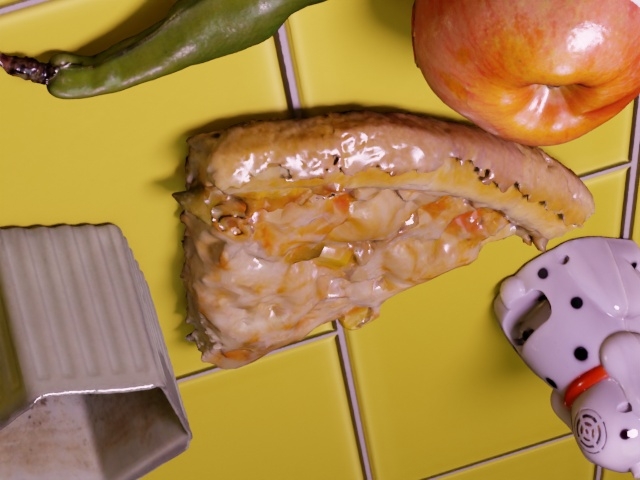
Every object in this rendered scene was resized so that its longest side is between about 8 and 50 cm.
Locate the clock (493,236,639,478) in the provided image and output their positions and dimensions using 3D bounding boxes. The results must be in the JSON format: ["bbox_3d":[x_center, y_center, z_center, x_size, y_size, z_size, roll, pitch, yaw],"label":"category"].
[{"bbox_3d":[0.317,0.144,1.842,0.189,0.254,0.189,-18,151,-11],"label":"clock"}]

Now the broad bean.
[{"bbox_3d":[-0.097,-0.173,1.291,0.318,0.056,0.098,-17,149,1],"label":"broad bean"}]

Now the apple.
[{"bbox_3d":[0.173,-0.171,1.324,0.209,0.164,0.209,-6,156,-3],"label":"apple"}]

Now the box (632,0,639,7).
[{"bbox_3d":[0.181,-0.285,1.126,0.111,0.194,0.260,-36,145,26],"label":"box"}]

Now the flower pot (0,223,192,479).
[{"bbox_3d":[-0.249,0.117,1.543,0.209,0.189,0.239,-19,151,0],"label":"flower pot"}]

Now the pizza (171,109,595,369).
[{"bbox_3d":[0.018,-0.019,1.581,0.435,0.080,0.392,-27,149,10],"label":"pizza"}]
